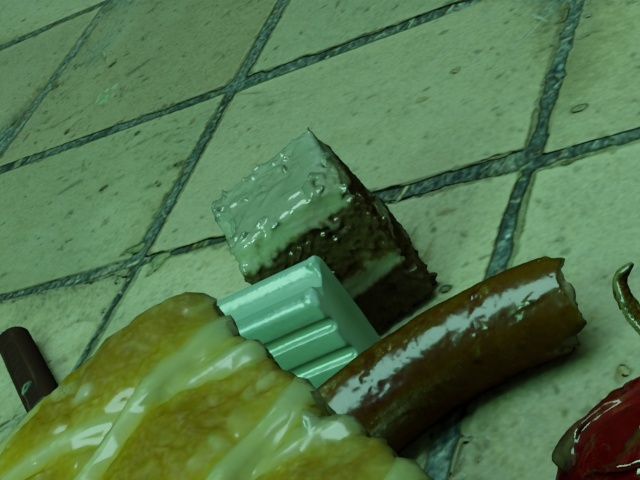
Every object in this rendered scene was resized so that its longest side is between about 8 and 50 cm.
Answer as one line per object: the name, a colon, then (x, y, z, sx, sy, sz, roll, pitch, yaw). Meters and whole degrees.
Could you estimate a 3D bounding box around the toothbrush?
toothbrush: (-0.268, 0.164, 1.273, 0.041, 0.041, 0.364, -40, 29, -6)

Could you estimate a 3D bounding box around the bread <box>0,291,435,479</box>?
bread: (-0.063, 0.269, 0.651, 0.390, 0.279, 0.371, -43, 31, -10)

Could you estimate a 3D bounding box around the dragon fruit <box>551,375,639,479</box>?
dragon fruit: (0.201, 0.143, 0.655, 0.172, 0.172, 0.209, -28, 33, 16)

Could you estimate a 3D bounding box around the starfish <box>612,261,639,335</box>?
starfish: (0.261, 0.045, 0.812, 0.146, 0.074, 0.190, -12, 14, 15)

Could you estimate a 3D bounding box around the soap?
soap: (-0.057, 0.105, 1.044, 0.198, 0.119, 0.066, -25, 31, 20)

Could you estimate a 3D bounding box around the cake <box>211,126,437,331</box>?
cake: (0.000, 0.000, 1.105, 0.134, 0.147, 0.135, -34, 27, 4)

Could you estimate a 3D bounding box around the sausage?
sausage: (0.061, 0.115, 0.945, 0.302, 0.076, 0.103, -36, 28, 1)
